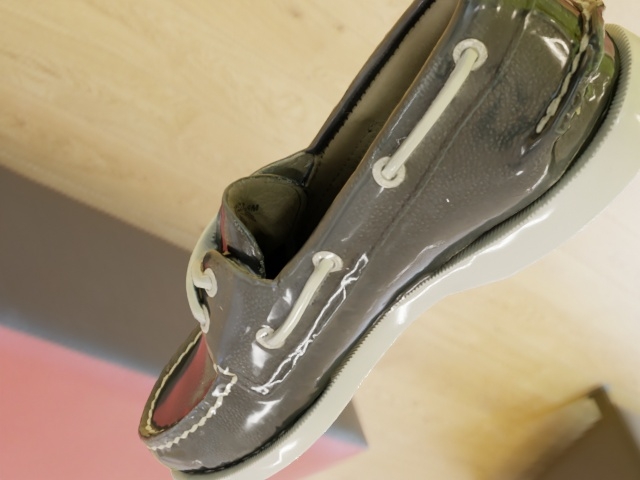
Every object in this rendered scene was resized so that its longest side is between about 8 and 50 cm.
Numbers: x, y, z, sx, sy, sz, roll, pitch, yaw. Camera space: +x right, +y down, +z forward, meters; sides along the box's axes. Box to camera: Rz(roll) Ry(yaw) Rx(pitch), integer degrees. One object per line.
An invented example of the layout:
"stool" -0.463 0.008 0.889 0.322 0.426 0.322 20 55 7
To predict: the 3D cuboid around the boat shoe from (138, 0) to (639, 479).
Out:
"boat shoe" 0.000 0.000 0.536 0.091 0.114 0.302 31 124 -21
